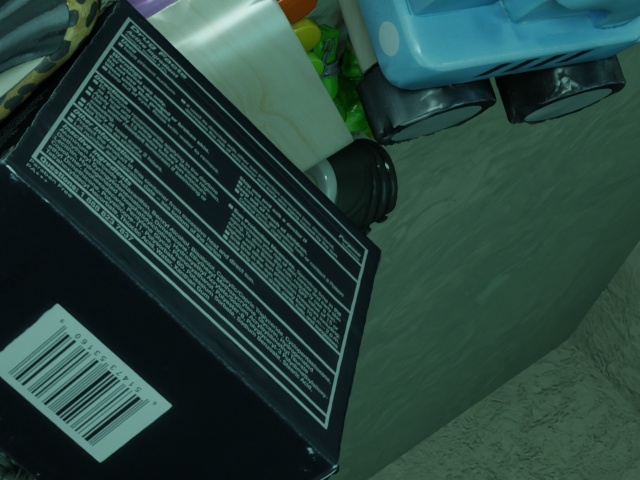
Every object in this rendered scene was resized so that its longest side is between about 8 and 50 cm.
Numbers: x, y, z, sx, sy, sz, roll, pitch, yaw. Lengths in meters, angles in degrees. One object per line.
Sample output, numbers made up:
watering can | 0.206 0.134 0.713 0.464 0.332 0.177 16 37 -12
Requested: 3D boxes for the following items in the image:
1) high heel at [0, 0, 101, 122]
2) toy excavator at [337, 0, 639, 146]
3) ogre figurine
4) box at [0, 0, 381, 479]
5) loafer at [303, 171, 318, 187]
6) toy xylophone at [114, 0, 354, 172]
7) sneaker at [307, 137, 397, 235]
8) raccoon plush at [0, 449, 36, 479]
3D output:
high heel | -0.253 -0.100 1.094 0.261 0.093 0.186 -31 -169 46
toy excavator | 0.136 -0.239 1.149 0.433 0.222 0.445 -12 170 -31
ogre figurine | 0.045 -0.163 1.581 0.197 0.097 0.118 -40 151 -62
box | -0.127 0.029 1.126 0.183 0.296 0.294 -38 -164 26
loafer | -0.099 -0.017 1.559 0.102 0.092 0.269 -17 175 41
toy xylophone | -0.088 -0.116 1.346 0.236 0.081 0.322 -28 153 -6
sneaker | 0.000 0.000 1.817 0.147 0.104 0.295 -20 147 -39
raccoon plush | -0.352 0.201 1.238 0.446 0.299 0.216 -38 162 -12
